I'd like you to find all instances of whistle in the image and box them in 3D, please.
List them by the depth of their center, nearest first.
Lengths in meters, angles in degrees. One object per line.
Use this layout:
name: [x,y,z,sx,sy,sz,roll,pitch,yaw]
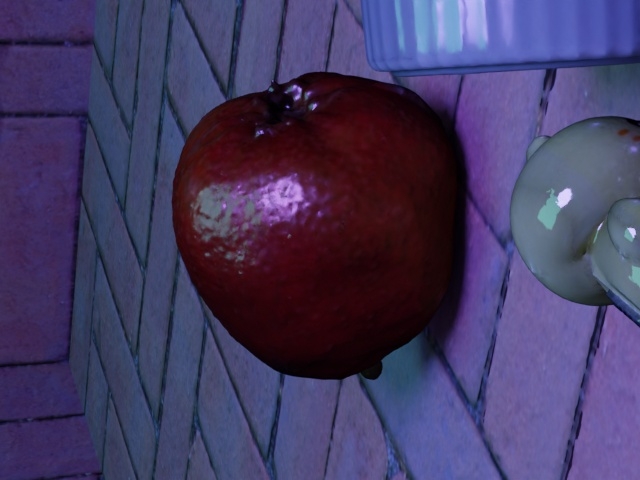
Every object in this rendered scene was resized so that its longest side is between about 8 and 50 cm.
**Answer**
whistle: [0.235,0.001,1.305,0.294,0.141,0.141,28,122,47]

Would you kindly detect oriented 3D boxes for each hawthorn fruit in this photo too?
hawthorn fruit: [0.000,0.000,1.812,0.265,0.265,0.307,-120,10,-55]

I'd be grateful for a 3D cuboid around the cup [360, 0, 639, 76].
cup: [0.174,-0.269,1.285,0.257,0.331,0.311,-22,-70,-73]
